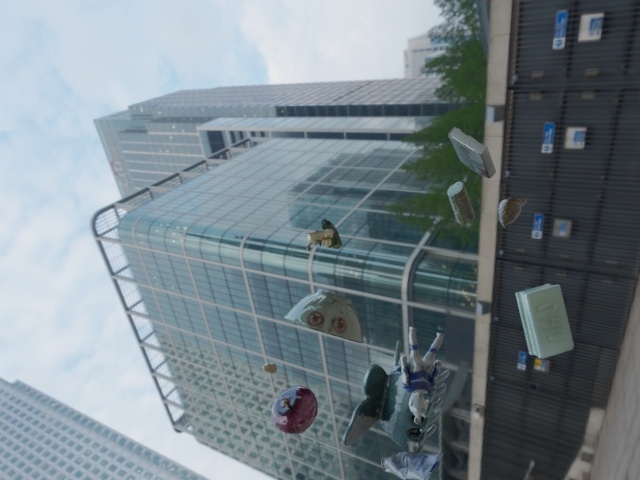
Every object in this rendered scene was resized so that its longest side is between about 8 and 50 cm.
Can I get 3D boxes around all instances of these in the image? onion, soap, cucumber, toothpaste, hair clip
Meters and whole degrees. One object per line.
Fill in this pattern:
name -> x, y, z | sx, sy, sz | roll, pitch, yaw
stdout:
onion -> -0.096, 0.614, 1.621 | 0.177, 0.153, 0.177 | -49, 3, 4
soap -> 0.671, 0.239, 1.334 | 0.066, 0.119, 0.197 | 180, 76, -83
cucumber -> 0.036, -0.026, 1.436 | 0.067, 0.035, 0.107 | 11, -125, -57
toothpaste -> 0.271, 0.676, 1.337 | 0.096, 0.061, 0.266 | -43, -2, -32
hair clip -> 0.296, 0.568, 1.587 | 0.392, 0.239, 0.318 | -16, -60, -53

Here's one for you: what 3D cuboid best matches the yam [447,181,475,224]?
yam -> 0.552, -0.144, 1.747 | 0.179, 0.078, 0.078 | 56, -131, -37

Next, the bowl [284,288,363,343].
bowl -> 0.037, 0.294, 1.817 | 0.337, 0.338, 0.157 | 30, -103, -59

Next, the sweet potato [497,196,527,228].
sweet potato -> 0.639, -0.112, 1.490 | 0.269, 0.075, 0.074 | -32, -55, -47

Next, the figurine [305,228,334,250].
figurine -> 0.000, 0.000, 1.263 | 0.047, 0.083, 0.050 | 39, -139, -67

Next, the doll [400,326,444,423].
doll -> 0.245, 0.336, 1.110 | 0.057, 0.114, 0.227 | 147, 135, -69

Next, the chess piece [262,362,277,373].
chess piece -> -0.170, 0.416, 1.455 | 0.092, 0.035, 0.035 | 64, -138, -70

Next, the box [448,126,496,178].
box -> 0.424, -0.241, 1.242 | 0.036, 0.115, 0.177 | -51, -31, 6
